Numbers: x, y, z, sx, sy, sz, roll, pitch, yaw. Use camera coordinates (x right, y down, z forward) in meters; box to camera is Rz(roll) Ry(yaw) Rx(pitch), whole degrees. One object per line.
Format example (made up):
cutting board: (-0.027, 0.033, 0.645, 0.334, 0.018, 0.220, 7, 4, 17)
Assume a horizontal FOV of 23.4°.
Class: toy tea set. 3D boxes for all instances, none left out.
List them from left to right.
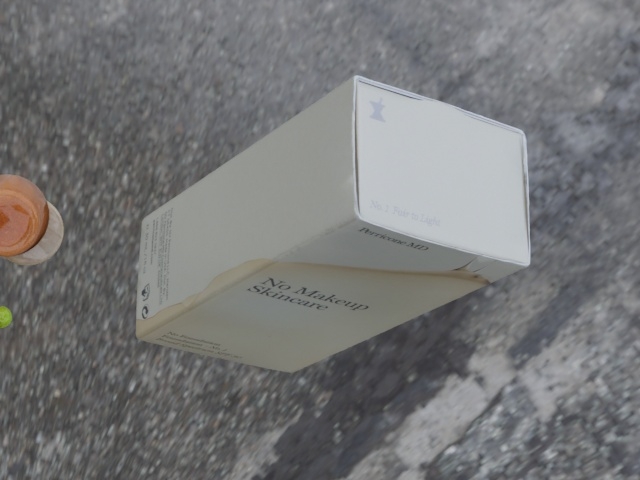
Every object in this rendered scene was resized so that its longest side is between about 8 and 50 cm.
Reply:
toy tea set: (-0.394, 0.041, 1.392, 0.336, 0.124, 0.200, -9, 100, -8)

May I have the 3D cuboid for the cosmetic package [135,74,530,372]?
cosmetic package: (0.000, 0.000, 1.182, 0.160, 0.309, 0.113, 15, 65, -30)
